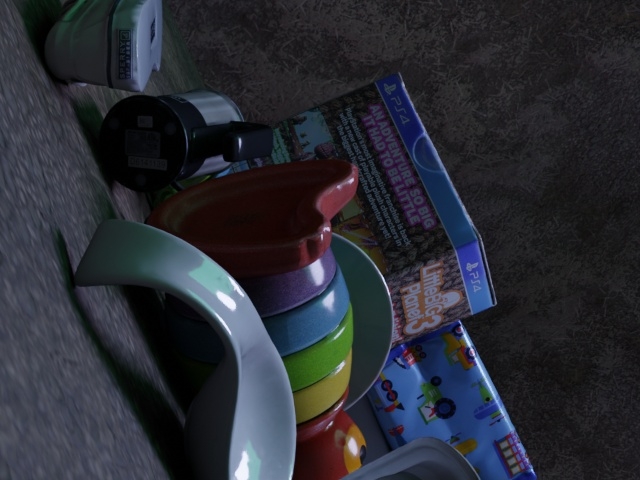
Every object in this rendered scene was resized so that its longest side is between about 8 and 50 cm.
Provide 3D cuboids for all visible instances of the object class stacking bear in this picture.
[{"bbox_3d":[-0.037,0.100,1.041,0.175,0.164,0.289,-63,146,-61],"label":"stacking bear"}]

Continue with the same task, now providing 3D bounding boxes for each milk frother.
[{"bbox_3d":[-0.121,-0.057,1.125,0.134,0.129,0.143,-25,137,-68],"label":"milk frother"}]

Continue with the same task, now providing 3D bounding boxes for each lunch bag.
[{"bbox_3d":[0.122,0.191,1.556,0.221,0.138,0.293,63,-5,-10],"label":"lunch bag"}]

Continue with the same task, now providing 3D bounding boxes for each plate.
[{"bbox_3d":[-0.027,0.077,1.127,0.024,0.188,0.188,-135,-158,-73],"label":"plate"}]

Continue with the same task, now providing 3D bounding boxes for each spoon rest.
[{"bbox_3d":[-0.068,0.099,0.860,0.137,0.084,0.276,-72,148,-40],"label":"spoon rest"}]

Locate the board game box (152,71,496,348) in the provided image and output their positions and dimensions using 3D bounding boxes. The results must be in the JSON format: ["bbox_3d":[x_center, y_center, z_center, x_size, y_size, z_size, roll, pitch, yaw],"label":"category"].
[{"bbox_3d":[0.000,0.000,1.303,0.141,0.291,0.232,66,2,-56],"label":"board game box"}]

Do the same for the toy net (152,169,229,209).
[{"bbox_3d":[-0.094,-0.005,1.195,0.045,0.122,0.232,26,26,-53],"label":"toy net"}]

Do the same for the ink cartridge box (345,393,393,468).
[{"bbox_3d":[0.018,0.246,1.588,0.226,0.131,0.306,63,6,-71],"label":"ink cartridge box"}]

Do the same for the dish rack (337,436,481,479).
[{"bbox_3d":[0.062,0.326,0.873,0.285,0.072,0.333,-42,-113,54],"label":"dish rack"}]

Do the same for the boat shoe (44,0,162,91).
[{"bbox_3d":[-0.189,-0.184,1.110,0.267,0.088,0.096,-95,-173,-68],"label":"boat shoe"}]
